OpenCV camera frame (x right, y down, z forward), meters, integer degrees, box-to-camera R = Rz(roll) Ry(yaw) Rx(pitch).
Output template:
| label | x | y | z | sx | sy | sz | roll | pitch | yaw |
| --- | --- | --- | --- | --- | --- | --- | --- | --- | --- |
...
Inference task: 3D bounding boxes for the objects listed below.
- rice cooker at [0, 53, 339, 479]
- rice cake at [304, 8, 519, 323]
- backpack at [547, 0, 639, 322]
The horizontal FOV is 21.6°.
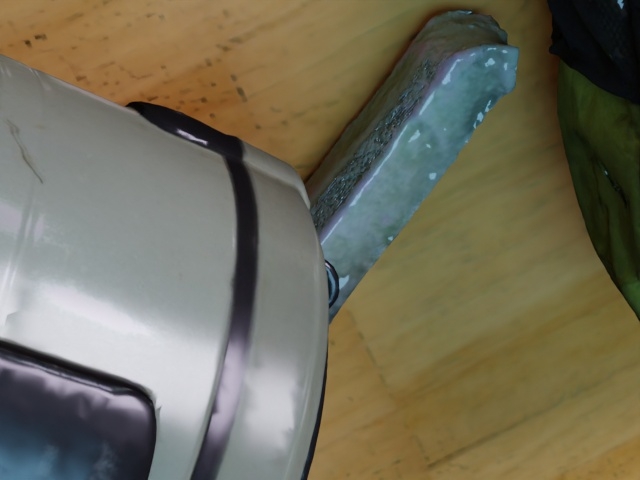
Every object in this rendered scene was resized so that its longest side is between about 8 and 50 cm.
| label | x | y | z | sx | sy | sz | roll | pitch | yaw |
| --- | --- | --- | --- | --- | --- | --- | --- | --- | --- |
| rice cooker | -0.117 | 0.050 | 0.530 | 0.244 | 0.226 | 0.226 | 23 | 107 | -25 |
| rice cake | 0.000 | 0.000 | 0.637 | 0.034 | 0.043 | 0.211 | 29 | 105 | -32 |
| backpack | 0.184 | -0.068 | 0.598 | 0.207 | 0.140 | 0.253 | -10 | 113 | -7 |
